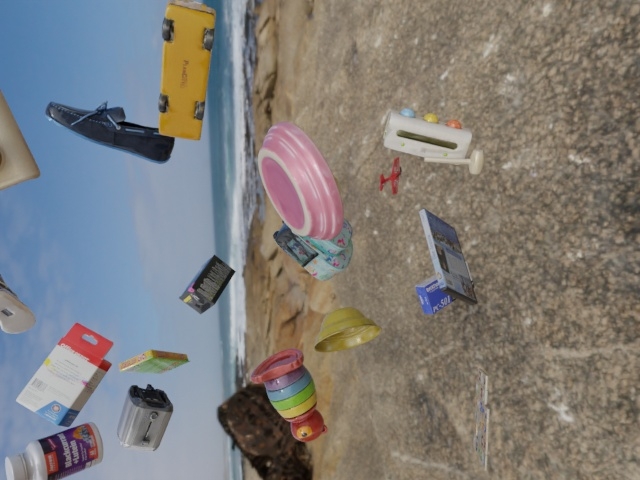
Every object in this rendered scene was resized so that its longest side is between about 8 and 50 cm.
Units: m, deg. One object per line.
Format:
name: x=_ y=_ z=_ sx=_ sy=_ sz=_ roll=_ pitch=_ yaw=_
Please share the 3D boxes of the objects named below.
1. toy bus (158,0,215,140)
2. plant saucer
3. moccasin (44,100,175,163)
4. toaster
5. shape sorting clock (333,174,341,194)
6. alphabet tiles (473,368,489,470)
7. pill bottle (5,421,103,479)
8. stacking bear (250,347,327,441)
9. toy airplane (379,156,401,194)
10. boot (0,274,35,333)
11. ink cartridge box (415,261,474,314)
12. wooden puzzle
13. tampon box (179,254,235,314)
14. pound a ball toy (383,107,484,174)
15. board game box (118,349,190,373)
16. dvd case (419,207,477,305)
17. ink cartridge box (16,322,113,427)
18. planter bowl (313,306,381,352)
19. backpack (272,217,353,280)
toy bus: x=-0.319 y=-0.399 z=1.158 sx=0.130 sy=0.108 sz=0.332 roll=-97 pitch=20 yaw=-45
plant saucer: x=-0.066 y=-0.139 z=1.268 sx=0.332 sy=0.084 sz=0.332 roll=48 pitch=157 yaw=29
moccasin: x=-0.581 y=-0.329 z=1.375 sx=0.138 sy=0.342 sz=0.117 roll=45 pitch=112 yaw=45
toaster: x=-0.535 y=0.532 z=1.465 sx=0.227 sy=0.129 sz=0.146 roll=4 pitch=75 yaw=61
shape sorting clock: x=-0.020 y=-0.170 z=1.823 sx=0.040 sy=0.206 sz=0.206 roll=-114 pitch=24 yaw=-51
alphabet tiles: x=0.451 y=0.487 z=1.362 sx=0.198 sy=0.009 sz=0.237 roll=29 pitch=-116 yaw=-79
pill bottle: x=-0.642 y=0.524 z=1.177 sx=0.108 sy=0.193 sz=0.108 roll=8 pitch=102 yaw=45
stacking bear: x=-0.079 y=0.510 z=1.559 sx=0.164 sy=0.175 sz=0.289 roll=-81 pitch=-33 yaw=-83
toy airplane: x=0.259 y=-0.228 z=1.792 sx=0.028 sy=0.151 sz=0.151 roll=21 pitch=120 yaw=33
boot: x=-0.676 y=0.129 z=1.046 sx=0.086 sy=0.069 sz=0.190 roll=56 pitch=154 yaw=22
ink cartridge box: x=0.406 y=0.151 z=1.578 sx=0.046 sy=0.207 sz=0.097 roll=-4 pitch=108 yaw=60
wooden puzzle: x=-0.885 y=-0.221 z=1.113 sx=0.322 sy=0.348 sz=0.080 roll=58 pitch=157 yaw=13
tampon box: x=-0.396 y=0.155 z=1.705 sx=0.120 sy=0.101 sz=0.161 roll=-35 pitch=20 yaw=45
pound a ball toy: x=0.374 y=-0.337 z=1.594 sx=0.208 sy=0.319 sz=0.136 roll=-73 pitch=-3 yaw=-66
board game box: x=-0.565 y=0.424 z=1.685 sx=0.259 sy=0.124 sz=0.039 roll=52 pitch=-166 yaw=-66
dvd case: x=0.357 y=0.047 z=1.359 sx=0.022 sy=0.180 sz=0.253 roll=-30 pitch=53 yaw=32
ink cartridge box: x=-0.654 y=0.350 z=1.279 sx=0.231 sy=0.134 sz=0.078 roll=-60 pitch=-9 yaw=-24
planter bowl: x=0.072 y=0.265 z=1.500 sx=0.217 sy=0.217 sz=0.090 roll=108 pitch=149 yaw=-58
backpack: x=0.000 y=0.000 z=1.649 sx=0.191 sy=0.253 sz=0.225 roll=-31 pitch=21 yaw=33
